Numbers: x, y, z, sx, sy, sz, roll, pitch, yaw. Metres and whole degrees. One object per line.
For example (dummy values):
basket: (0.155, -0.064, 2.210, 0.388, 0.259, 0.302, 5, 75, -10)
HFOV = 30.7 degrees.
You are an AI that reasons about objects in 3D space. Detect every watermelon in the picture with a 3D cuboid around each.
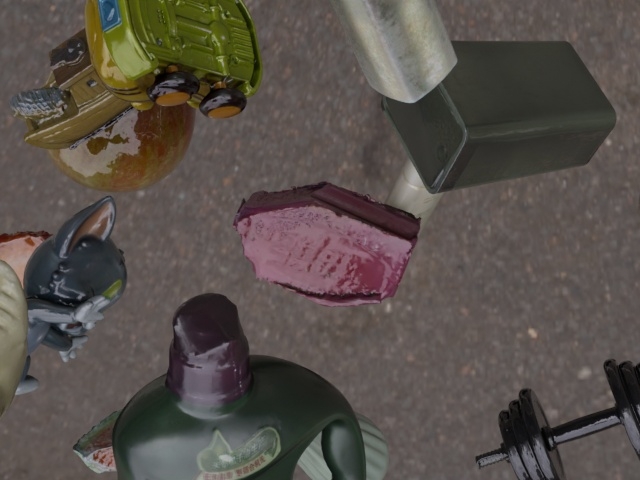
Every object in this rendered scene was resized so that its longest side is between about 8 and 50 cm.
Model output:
watermelon: (-0.210, 0.260, 1.489, 0.139, 0.187, 0.071, 11, 120, 51)

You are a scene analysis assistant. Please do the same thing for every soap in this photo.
soap: (0.000, 0.000, 1.888, 0.289, 0.112, 0.182, 23, 118, 2)

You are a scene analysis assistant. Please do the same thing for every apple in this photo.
apple: (-0.324, -0.214, 1.890, 0.256, 0.257, 0.234, 23, 143, -10)

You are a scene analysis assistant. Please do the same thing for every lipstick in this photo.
lipstick: (0.028, -0.213, 0.846, 0.077, 0.079, 0.253, -43, 133, -15)

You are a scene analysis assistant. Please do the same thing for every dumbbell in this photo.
dumbbell: (0.236, 0.164, 1.032, 0.208, 0.099, 0.099, -22, 122, 14)

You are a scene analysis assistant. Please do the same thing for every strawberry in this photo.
strawberry: (-0.413, 0.045, 1.679, 0.140, 0.085, 0.192, 41, 100, -7)

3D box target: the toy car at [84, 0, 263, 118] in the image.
toy car: (-0.189, -0.238, 1.409, 0.142, 0.200, 0.248, -22, 159, 35)

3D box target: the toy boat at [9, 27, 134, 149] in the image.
toy boat: (-0.284, -0.238, 1.566, 0.321, 0.089, 0.121, -32, 148, 15)

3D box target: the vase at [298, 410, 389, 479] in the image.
vase: (0.013, 0.302, 1.749, 0.128, 0.128, 0.248, -17, 149, 19)

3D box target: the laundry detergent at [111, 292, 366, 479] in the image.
laundry detergent: (-0.041, 0.120, 0.603, 0.144, 0.078, 0.222, -11, 124, -21)

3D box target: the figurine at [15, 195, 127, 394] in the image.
figurine: (-0.340, 0.087, 1.425, 0.265, 0.140, 0.193, -30, 157, -22)

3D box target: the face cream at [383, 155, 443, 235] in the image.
face cream: (0.164, -0.079, 1.997, 0.081, 0.173, 0.348, 36, 137, 11)

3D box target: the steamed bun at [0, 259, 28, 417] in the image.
steamed bun: (-0.410, 0.126, 0.960, 0.276, 0.289, 0.203, 28, 151, -14)

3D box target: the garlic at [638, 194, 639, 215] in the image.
garlic: (0.602, 0.004, 1.864, 0.151, 0.338, 0.196, -4, 106, 6)

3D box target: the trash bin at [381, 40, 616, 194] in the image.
trash bin: (0.226, -0.161, 1.462, 0.240, 0.164, 0.122, -7, 146, -27)
